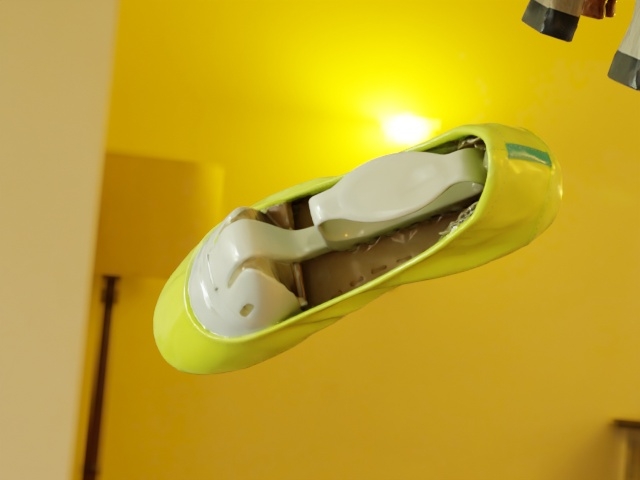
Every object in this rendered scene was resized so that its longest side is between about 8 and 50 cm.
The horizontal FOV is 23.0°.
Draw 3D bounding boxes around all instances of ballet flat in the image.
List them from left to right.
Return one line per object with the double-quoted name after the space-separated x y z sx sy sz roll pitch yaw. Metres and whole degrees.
0.000 0.000 0.731 0.231 0.077 0.077 -22 -19 24 "ballet flat"

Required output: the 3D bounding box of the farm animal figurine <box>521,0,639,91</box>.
0.141 -0.184 0.775 0.330 0.172 0.327 3 22 -38 "farm animal figurine"
